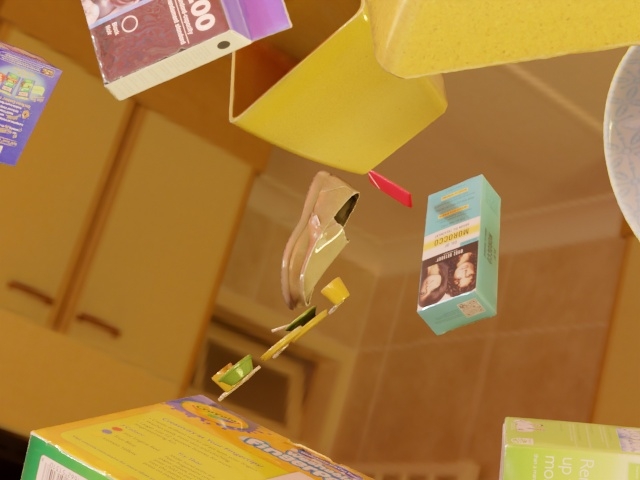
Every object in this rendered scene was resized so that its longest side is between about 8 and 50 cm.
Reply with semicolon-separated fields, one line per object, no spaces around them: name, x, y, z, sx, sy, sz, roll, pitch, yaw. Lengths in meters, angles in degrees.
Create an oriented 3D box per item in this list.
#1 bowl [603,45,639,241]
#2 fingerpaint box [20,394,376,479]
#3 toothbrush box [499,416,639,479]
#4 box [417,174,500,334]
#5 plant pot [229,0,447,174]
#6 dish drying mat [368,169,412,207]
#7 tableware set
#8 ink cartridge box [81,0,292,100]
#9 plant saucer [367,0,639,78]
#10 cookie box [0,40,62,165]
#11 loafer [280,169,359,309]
bowl;0.436;-0.096;1.214;0.156;0.289;0.289;-18;-1;-32
fingerpaint box;-0.120;0.382;1.656;0.445;0.163;0.371;21;12;29
toothbrush box;0.353;0.334;1.473;0.283;0.206;0.122;4;9;7
box;0.206;0.018;1.828;0.100;0.244;0.060;-22;-53;29
plant pot;0.033;-0.208;1.476;0.212;0.212;0.187;-37;-57;26
dish drying mat;0.102;-0.077;1.822;0.083;0.008;0.032;35;-28;33
tableware set;-0.037;0.086;1.125;0.024;0.154;0.104;51;-21;5
ink cartridge box;-0.157;-0.282;1.327;0.208;0.206;0.045;-21;-20;8
plant saucer;0.185;-0.273;0.855;0.333;0.333;0.081;-7;-39;2
cookie box;-0.311;-0.133;1.175;0.040;0.107;0.092;34;10;32
loafer;0.000;0.000;1.218;0.050;0.148;0.056;11;-17;16
